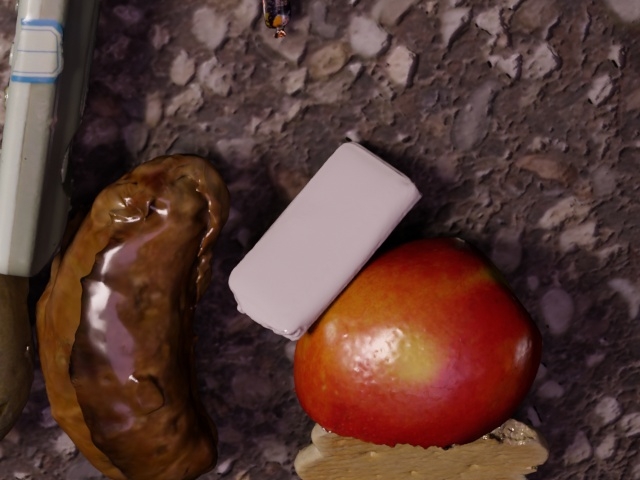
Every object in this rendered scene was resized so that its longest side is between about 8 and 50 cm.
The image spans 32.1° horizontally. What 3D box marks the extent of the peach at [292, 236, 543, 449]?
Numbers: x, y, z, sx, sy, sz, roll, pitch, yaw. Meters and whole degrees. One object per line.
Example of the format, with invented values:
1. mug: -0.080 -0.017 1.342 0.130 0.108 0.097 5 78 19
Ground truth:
1. peach: 0.085 0.108 1.028 0.226 0.190 0.196 -36 145 10

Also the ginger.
1. ginger: -0.170 0.076 0.986 0.172 0.165 0.321 3 112 -2

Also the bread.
1. bread: 0.098 0.228 1.143 0.250 0.039 0.182 6 142 -10

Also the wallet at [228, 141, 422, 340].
1. wallet: 0.000 0.000 0.990 0.190 0.095 0.033 -48 151 -7

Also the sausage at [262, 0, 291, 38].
1. sausage: -0.044 -0.262 0.914 0.028 0.025 0.198 -33 127 -42

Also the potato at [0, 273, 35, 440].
1. potato: -0.342 0.092 0.981 0.177 0.160 0.235 14 106 -34

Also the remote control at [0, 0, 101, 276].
1. remote control: -0.216 -0.138 0.896 0.065 0.128 0.335 8 115 -14
